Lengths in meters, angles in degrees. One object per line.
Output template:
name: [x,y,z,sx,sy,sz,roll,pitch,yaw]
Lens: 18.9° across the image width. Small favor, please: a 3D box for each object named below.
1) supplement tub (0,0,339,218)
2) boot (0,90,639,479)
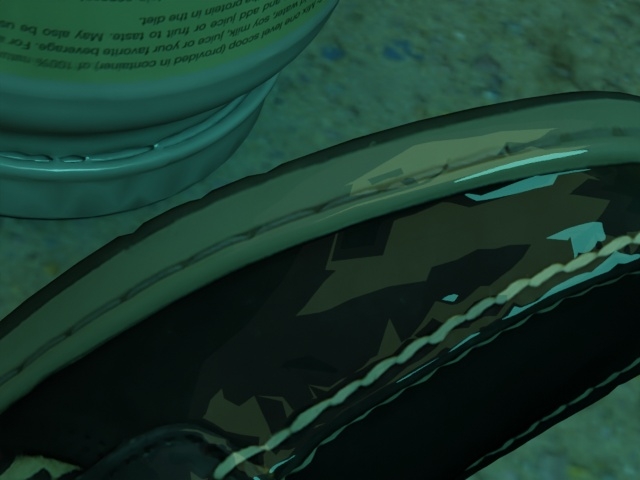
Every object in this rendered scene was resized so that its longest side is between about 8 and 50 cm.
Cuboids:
supplement tub: [-0.082,-0.186,0.653,0.235,0.325,0.235,8,48,-10]
boot: [-0.024,0.158,0.433,0.377,0.138,0.284,-28,62,-1]
